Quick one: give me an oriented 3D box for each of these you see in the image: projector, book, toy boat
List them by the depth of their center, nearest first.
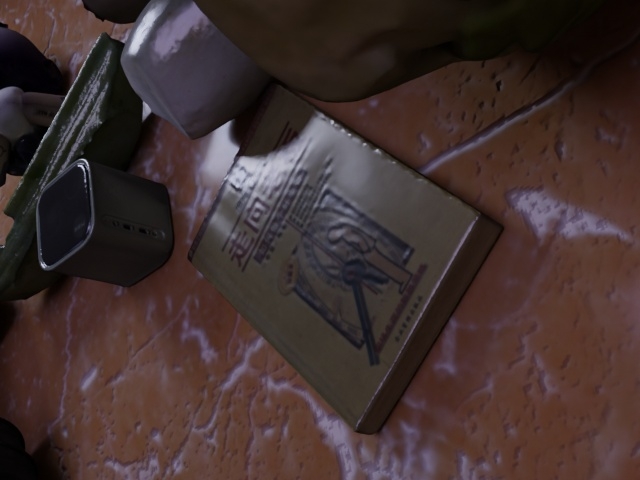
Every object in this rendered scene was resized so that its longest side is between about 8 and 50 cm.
[{"bbox_3d":[0.000,0.000,0.571,0.231,0.026,0.161,39,105,43],"label":"book"},{"bbox_3d":[-0.187,-0.013,0.710,0.083,0.082,0.083,-30,59,33],"label":"projector"},{"bbox_3d":[-0.239,-0.051,0.767,0.055,0.093,0.293,40,107,23],"label":"toy boat"}]

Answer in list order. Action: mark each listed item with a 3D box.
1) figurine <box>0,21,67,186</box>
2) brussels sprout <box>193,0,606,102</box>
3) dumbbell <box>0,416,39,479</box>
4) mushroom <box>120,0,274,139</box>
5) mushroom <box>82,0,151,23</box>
[{"bbox_3d":[-0.358,-0.159,0.871,0.222,0.145,0.145,44,108,36],"label":"figurine"},{"bbox_3d":[0.043,-0.227,0.421,0.247,0.328,0.327,-27,61,45],"label":"brussels sprout"},{"bbox_3d":[-0.385,0.155,0.776,0.185,0.185,0.388,-49,50,21],"label":"dumbbell"},{"bbox_3d":[-0.049,-0.204,0.634,0.118,0.103,0.270,38,95,38],"label":"mushroom"},{"bbox_3d":[-0.150,-0.289,0.723,0.117,0.141,0.188,-8,74,18],"label":"mushroom"}]
